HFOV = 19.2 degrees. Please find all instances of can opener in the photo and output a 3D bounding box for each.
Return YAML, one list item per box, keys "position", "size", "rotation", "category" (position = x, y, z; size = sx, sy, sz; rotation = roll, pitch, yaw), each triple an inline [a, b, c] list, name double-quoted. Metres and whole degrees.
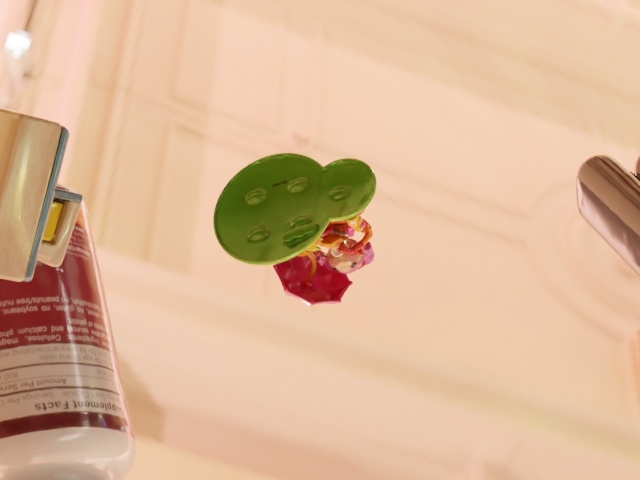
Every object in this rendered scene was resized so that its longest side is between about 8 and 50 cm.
- position: [0.215, 0.033, 1.041]
  size: [0.076, 0.095, 0.283]
  rotation: [-9, -159, -9]
  category: "can opener"

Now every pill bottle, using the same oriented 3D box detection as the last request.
- position: [-0.310, 0.152, 1.912]
  size: [0.224, 0.224, 0.392]
  rotation: [0, -115, -32]
  category: "pill bottle"

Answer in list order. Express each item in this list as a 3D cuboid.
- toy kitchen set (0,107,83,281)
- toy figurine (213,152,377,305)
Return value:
- position: [-0.227, -0.037, 1.499]
  size: [0.166, 0.122, 0.207]
  rotation: [13, -177, -38]
  category: "toy kitchen set"
- position: [0.000, 0.000, 1.933]
  size: [0.173, 0.159, 0.130]
  rotation: [-17, -126, 13]
  category: "toy figurine"
